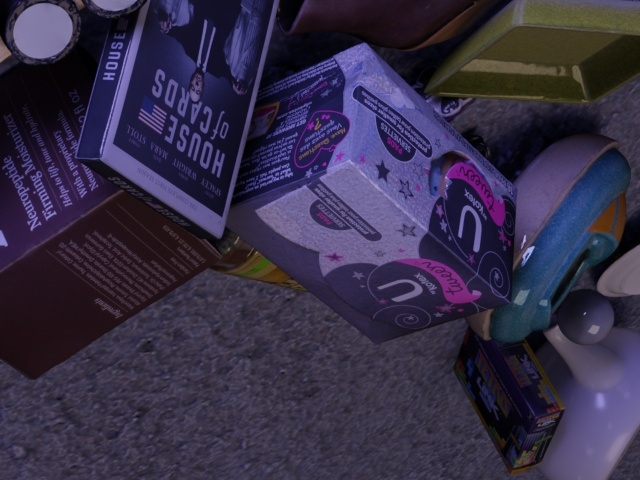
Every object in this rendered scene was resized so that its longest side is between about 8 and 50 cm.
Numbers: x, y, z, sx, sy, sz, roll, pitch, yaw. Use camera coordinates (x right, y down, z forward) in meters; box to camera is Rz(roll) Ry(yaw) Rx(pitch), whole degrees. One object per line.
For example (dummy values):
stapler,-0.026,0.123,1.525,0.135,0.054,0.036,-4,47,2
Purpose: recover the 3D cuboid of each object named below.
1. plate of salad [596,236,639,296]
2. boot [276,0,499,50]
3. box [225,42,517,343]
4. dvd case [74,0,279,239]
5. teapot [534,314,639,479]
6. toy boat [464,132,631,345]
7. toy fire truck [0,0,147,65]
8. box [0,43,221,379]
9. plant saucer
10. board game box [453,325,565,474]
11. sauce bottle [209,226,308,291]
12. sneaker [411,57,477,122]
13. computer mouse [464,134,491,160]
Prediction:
plate of salad,0.445,0.014,2.041,0.200,0.048,0.200,-18,156,-8
boot,0.098,-0.251,1.330,0.207,0.090,0.248,-3,145,-41
box,0.048,-0.034,1.443,0.163,0.142,0.247,-19,138,34
dvd case,-0.103,-0.141,1.229,0.030,0.238,0.179,3,163,29
teapot,0.342,0.210,2.122,0.256,0.187,0.252,-65,164,21
toy boat,0.269,0.024,1.774,0.267,0.148,0.318,-53,162,-13
toy fire truck,-0.253,-0.221,1.068,0.217,0.158,0.246,-34,130,-2
box,-0.226,-0.023,1.325,0.203,0.168,0.167,-33,149,5
plant saucer,0.214,-0.178,1.448,0.188,0.045,0.188,1,166,-22
board game box,0.236,0.188,2.003,0.048,0.170,0.141,-16,146,-18
sauce bottle,0.000,0.000,1.597,0.344,0.111,0.111,15,128,-47
sneaker,0.086,-0.111,1.555,0.170,0.068,0.071,-29,162,5
computer mouse,0.162,-0.041,1.736,0.106,0.042,0.193,-34,148,6
